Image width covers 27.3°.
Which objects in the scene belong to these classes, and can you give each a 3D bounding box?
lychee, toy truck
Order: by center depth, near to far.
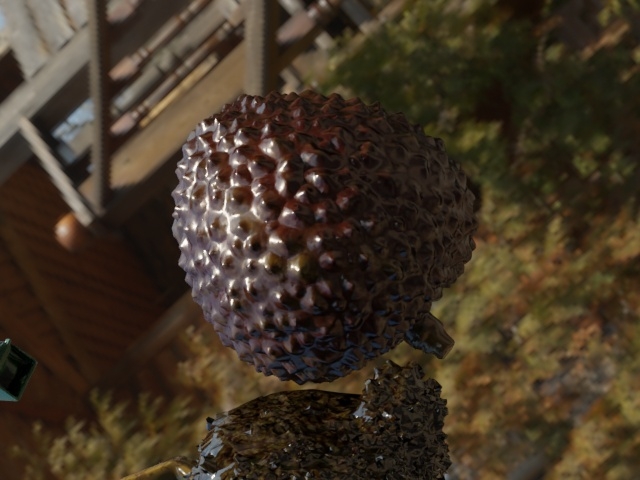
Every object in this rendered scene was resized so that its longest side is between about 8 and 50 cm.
[{"bbox_3d":[0.000,0.000,1.182,0.304,0.276,0.276,45,-171,12],"label":"lychee"},{"bbox_3d":[-0.443,0.160,1.686,0.147,0.065,0.079,-4,143,41],"label":"toy truck"}]

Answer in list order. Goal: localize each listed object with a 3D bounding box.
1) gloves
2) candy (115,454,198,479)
[{"bbox_3d":[0.007,0.186,0.930,0.312,0.210,0.135,-127,30,-60],"label":"gloves"},{"bbox_3d":[-0.254,0.350,1.674,0.143,0.271,0.101,82,172,-85],"label":"candy"}]
